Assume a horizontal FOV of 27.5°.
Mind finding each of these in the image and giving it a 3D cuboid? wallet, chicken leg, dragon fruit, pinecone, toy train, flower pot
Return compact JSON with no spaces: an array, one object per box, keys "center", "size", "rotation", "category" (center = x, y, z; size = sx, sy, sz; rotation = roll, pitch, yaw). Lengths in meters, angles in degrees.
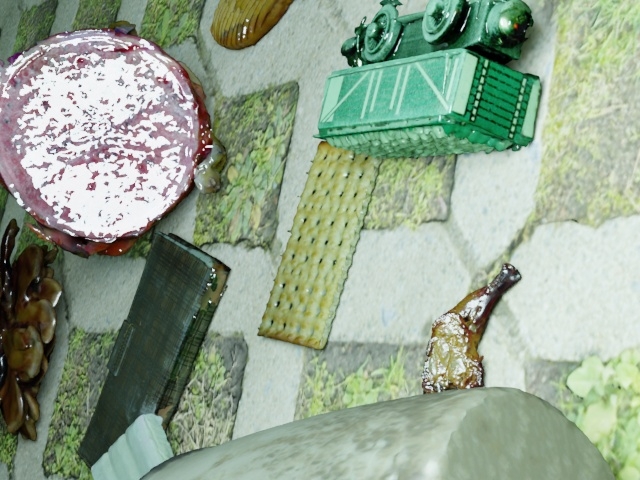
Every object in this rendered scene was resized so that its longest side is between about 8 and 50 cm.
[{"center":[-0.210,0.155,1.629],"size":[0.169,0.044,0.317],"rotation":[27,97,56],"category":"wallet"},{"center":[0.127,0.085,1.134],"size":[0.062,0.037,0.145],"rotation":[16,87,38],"category":"chicken leg"},{"center":[-0.293,-0.141,1.743],"size":[0.296,0.314,0.263],"rotation":[-35,1,-4],"category":"dragon fruit"},{"center":[-0.567,0.131,1.912],"size":[0.384,0.384,0.384],"rotation":[-35,44,44],"category":"pinecone"},{"center":[0.108,-0.158,1.241],"size":[0.269,0.115,0.154],"rotation":[1,82,58],"category":"toy train"},{"center":[0.039,0.248,0.943],"size":[0.330,0.294,0.293],"rotation":[-31,47,40],"category":"flower pot"}]

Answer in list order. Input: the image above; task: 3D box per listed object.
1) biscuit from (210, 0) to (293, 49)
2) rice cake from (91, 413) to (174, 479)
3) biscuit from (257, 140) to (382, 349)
[{"center":[-0.074,-0.346,1.718],"size":[0.228,0.031,0.176],"rotation":[-59,33,19],"category":"biscuit"},{"center":[-0.192,0.315,1.476],"size":[0.127,0.043,0.237],"rotation":[-50,44,24],"category":"rice cake"},{"center":[0.000,0.000,1.406],"size":[0.139,0.016,0.231],"rotation":[5,77,59],"category":"biscuit"}]
